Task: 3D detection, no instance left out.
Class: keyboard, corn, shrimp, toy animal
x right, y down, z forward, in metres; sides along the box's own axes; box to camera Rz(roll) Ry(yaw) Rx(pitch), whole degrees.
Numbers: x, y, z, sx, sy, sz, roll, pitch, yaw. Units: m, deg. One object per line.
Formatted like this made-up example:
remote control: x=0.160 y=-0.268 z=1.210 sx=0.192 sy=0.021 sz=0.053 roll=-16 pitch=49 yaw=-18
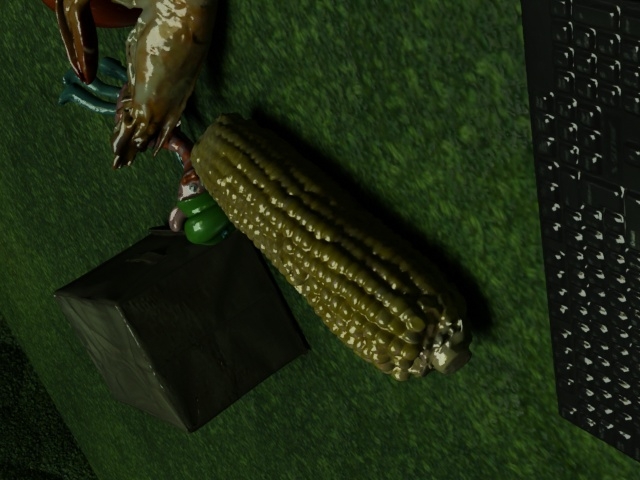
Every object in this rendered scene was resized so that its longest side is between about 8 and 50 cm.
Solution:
keyboard: x=0.156 y=0.006 z=0.562 sx=0.101 sy=0.018 sz=0.310 roll=30 pitch=144 yaw=44
corn: x=0.000 y=0.000 z=0.768 sx=0.288 sy=0.086 sz=0.087 roll=43 pitch=152 yaw=31
shrimp: x=-0.153 y=-0.158 z=0.810 sx=0.133 sy=0.053 sz=0.236 roll=15 pitch=130 yaw=-5
toy animal: x=-0.142 y=-0.087 z=0.932 sx=0.208 sy=0.100 sz=0.103 roll=43 pitch=176 yaw=10

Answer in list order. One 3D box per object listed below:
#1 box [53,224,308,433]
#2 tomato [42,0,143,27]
box: x=-0.151 y=0.079 z=1.064 sx=0.231 sy=0.149 sz=0.155 roll=3 pitch=123 yaw=61
tomato: x=-0.215 y=-0.270 z=0.850 sx=0.225 sy=0.085 sz=0.225 roll=39 pitch=147 yaw=31
